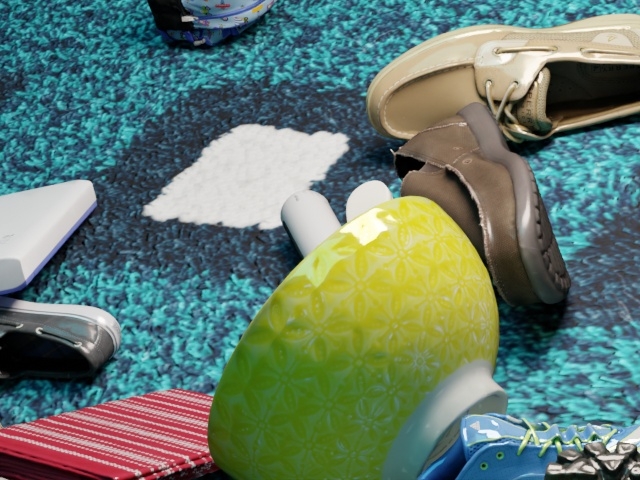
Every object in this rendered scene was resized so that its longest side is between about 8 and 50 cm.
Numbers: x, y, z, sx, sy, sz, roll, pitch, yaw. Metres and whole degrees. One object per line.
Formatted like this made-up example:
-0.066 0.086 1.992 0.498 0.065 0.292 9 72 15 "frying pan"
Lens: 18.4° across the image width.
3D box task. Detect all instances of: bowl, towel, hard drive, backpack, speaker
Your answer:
0.061 0.124 1.635 0.289 0.289 0.156 -36 60 -29 "bowl"
-0.158 0.180 1.746 0.199 0.031 0.275 10 13 39 "towel"
-0.380 0.009 2.141 0.210 0.040 0.318 -11 14 10 "hard drive"
-0.124 -0.328 2.578 0.173 0.117 0.158 10 39 38 "backpack"
0.000 0.000 2.040 0.055 0.055 0.136 -20 31 -6 "speaker"

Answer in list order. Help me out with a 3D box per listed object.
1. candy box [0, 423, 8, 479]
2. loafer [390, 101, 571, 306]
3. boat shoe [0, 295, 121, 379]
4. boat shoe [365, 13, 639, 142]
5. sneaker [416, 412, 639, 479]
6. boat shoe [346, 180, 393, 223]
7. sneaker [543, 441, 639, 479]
-0.351 0.245 1.804 0.109 0.053 0.186 -20 28 13 "candy box"
0.150 -0.020 1.946 0.130 0.134 0.366 -21 20 1 "loafer"
-0.316 0.110 2.005 0.228 0.080 0.076 3 34 18 "boat shoe"
0.218 -0.167 2.141 0.341 0.121 0.110 -13 30 4 "boat shoe"
0.179 0.179 1.528 0.240 0.126 0.091 -29 29 19 "sneaker"
0.056 0.029 1.949 0.066 0.063 0.184 -22 48 20 "boat shoe"
0.268 0.297 1.362 0.134 0.146 0.343 -16 44 -18 "sneaker"
